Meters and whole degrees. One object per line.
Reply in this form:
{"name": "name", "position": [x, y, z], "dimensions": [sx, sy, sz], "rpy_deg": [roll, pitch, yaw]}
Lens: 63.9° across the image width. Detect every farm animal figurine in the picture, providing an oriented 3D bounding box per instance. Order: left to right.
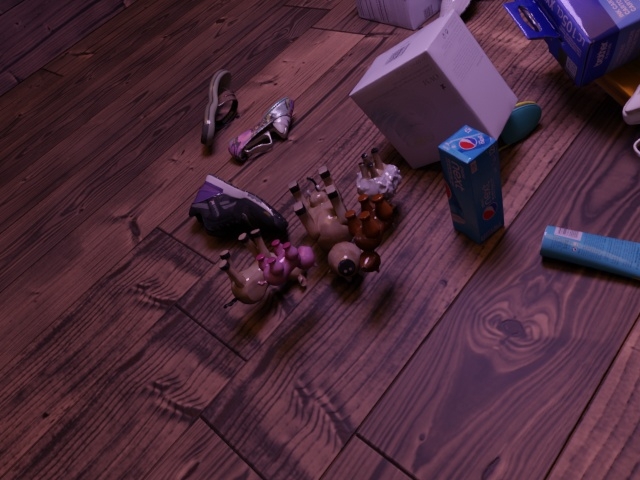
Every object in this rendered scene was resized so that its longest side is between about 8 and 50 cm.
{"name": "farm animal figurine", "position": [0.000, 0.000, 0.977], "dimensions": [0.331, 0.172, 0.326], "rpy_deg": [-16, 33, 20]}

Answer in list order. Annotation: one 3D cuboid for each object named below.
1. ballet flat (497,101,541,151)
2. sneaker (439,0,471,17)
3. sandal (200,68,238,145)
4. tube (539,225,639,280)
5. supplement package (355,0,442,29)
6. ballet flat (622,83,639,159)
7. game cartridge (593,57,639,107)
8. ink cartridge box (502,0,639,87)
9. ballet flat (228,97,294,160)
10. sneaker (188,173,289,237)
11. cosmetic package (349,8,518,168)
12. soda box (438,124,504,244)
{"name": "ballet flat", "position": [0.355, -0.219, 1.074], "dimensions": [0.231, 0.077, 0.077], "rpy_deg": [-39, 30, -10]}
{"name": "sneaker", "position": [0.369, -0.754, 1.434], "dimensions": [0.111, 0.130, 0.296], "rpy_deg": [-164, 85, -70]}
{"name": "sandal", "position": [-0.284, -0.375, 1.478], "dimensions": [0.087, 0.120, 0.302], "rpy_deg": [7, 50, -7]}
{"name": "tube", "position": [0.467, 0.023, 0.826], "dimensions": [0.207, 0.052, 0.080], "rpy_deg": [15, 63, 27]}
{"name": "supplement package", "position": [0.229, -0.752, 1.555], "dimensions": [0.139, 0.133, 0.244], "rpy_deg": [-41, 47, -14]}
{"name": "ballet flat", "position": [0.604, -0.197, 0.885], "dimensions": [0.124, 0.116, 0.342], "rpy_deg": [-18, 67, 29]}
{"name": "game cartridge", "position": [0.688, -0.402, 0.996], "dimensions": [0.324, 0.053, 0.285], "rpy_deg": [-37, 68, 6]}
{"name": "ink cartridge box", "position": [0.550, -0.478, 0.958], "dimensions": [0.396, 0.151, 0.269], "rpy_deg": [-26, 67, 10]}
{"name": "ballet flat", "position": [-0.140, -0.283, 1.351], "dimensions": [0.222, 0.077, 0.079], "rpy_deg": [-39, 65, -6]}
{"name": "sneaker", "position": [-0.190, -0.047, 1.153], "dimensions": [0.283, 0.107, 0.124], "rpy_deg": [26, 79, 42]}
{"name": "cosmetic package", "position": [0.223, -0.286, 1.028], "dimensions": [0.224, 0.225, 0.138], "rpy_deg": [-13, 39, 56]}
{"name": "soda box", "position": [0.267, -0.091, 0.896], "dimensions": [0.067, 0.210, 0.071], "rpy_deg": [-37, 47, -11]}
